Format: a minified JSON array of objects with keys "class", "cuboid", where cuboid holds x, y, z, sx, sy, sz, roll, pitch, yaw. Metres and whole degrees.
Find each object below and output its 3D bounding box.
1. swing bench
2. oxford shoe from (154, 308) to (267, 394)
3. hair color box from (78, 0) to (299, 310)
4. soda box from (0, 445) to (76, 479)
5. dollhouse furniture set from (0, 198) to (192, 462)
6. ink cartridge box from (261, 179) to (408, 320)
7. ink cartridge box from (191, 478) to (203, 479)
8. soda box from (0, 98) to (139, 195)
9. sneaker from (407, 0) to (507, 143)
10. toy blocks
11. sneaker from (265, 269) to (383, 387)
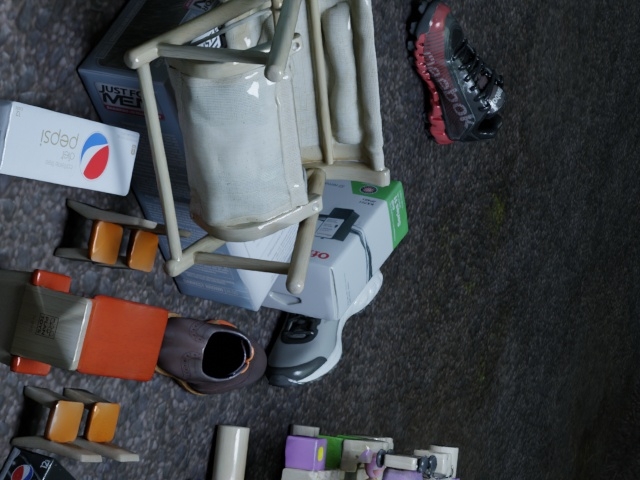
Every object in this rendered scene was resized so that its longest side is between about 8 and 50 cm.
[{"class":"swing bench","cuboid":[-0.051,-0.123,1.545,0.255,0.165,0.253,-52,143,-50]},{"class":"oxford shoe","cuboid":[-0.120,0.147,1.840,0.271,0.098,0.097,19,83,-64]},{"class":"hair color box","cuboid":[-0.123,-0.112,1.709,0.185,0.113,0.374,-60,150,-32]},{"class":"soda box","cuboid":[-0.282,0.284,1.621,0.060,0.053,0.169,-66,152,-25]},{"class":"dollhouse furniture set","cuboid":[-0.230,0.096,1.551,0.259,0.135,0.262,18,84,-64]},{"class":"ink cartridge box","cuboid":[0.000,0.000,1.962,0.208,0.153,0.087,-51,143,-45]},{"class":"ink cartridge box","cuboid":[-0.208,0.421,1.841,0.223,0.045,0.224,-10,110,-62]},{"class":"soda box","cuboid":[-0.266,-0.091,1.469,0.216,0.074,0.069,8,93,-64]},{"class":"sneaker","cuboid":[0.215,-0.252,2.316,0.098,0.135,0.276,-57,146,-33]},{"class":"toy blocks","cuboid":[0.025,0.388,1.997,0.288,0.309,0.260,15,81,-64]},{"class":"sneaker","cuboid":[-0.010,0.094,2.068,0.271,0.100,0.108,-59,135,-41]}]
